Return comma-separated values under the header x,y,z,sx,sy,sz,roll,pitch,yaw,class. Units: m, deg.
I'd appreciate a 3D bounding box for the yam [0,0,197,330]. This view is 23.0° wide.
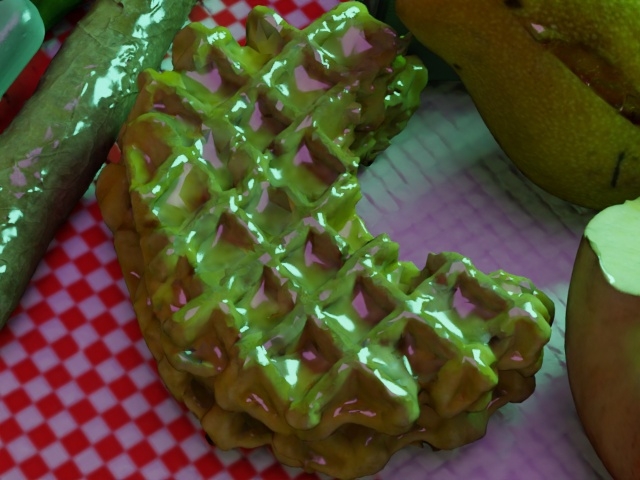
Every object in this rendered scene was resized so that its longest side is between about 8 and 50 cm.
x,y,z,sx,sy,sz,roll,pitch,yaw,class
-0.178,-0.086,1.111,0.081,0.081,0.356,22,59,7,yam

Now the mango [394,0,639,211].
x,y,z,sx,sy,sz,roll,pitch,yaw,class
0.185,-0.115,1.061,0.295,0.177,0.120,30,27,-38,mango

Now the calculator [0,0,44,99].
x,y,z,sx,sy,sz,roll,pitch,yaw,class
-0.295,-0.103,1.087,0.141,0.045,0.246,27,75,25,calculator

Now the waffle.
x,y,z,sx,sy,sz,roll,pitch,yaw,class
0.000,0.000,1.035,0.261,0.151,0.324,-19,60,-11,waffle

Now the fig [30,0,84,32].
x,y,z,sx,sy,sz,roll,pitch,yaw,class
-0.217,-0.201,1.163,0.117,0.117,0.177,13,70,2,fig

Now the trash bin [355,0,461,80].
x,y,z,sx,sy,sz,roll,pitch,yaw,class
0.203,-0.239,1.188,0.344,0.158,0.223,2,60,-5,trash bin

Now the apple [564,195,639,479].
x,y,z,sx,sy,sz,roll,pitch,yaw,class
0.284,0.104,0.978,0.251,0.163,0.293,-3,32,-31,apple
